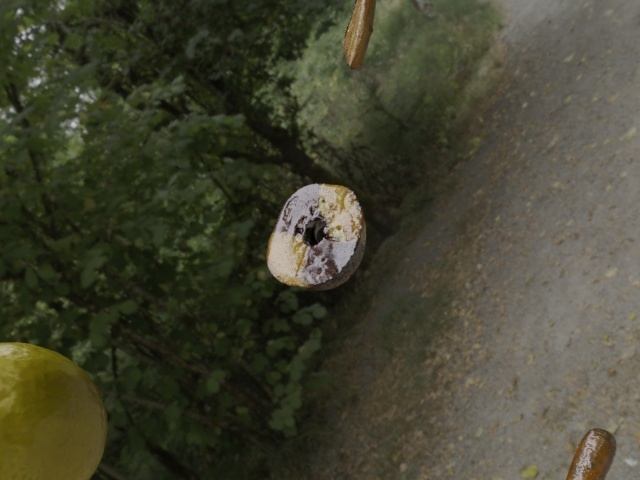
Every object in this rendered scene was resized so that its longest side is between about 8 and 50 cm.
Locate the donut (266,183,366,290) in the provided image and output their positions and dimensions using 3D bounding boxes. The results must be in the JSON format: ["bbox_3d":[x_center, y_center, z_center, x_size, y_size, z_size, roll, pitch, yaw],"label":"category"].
[{"bbox_3d":[0.000,0.000,1.047,0.166,0.073,0.183,-5,64,24],"label":"donut"}]

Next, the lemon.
[{"bbox_3d":[-0.550,0.344,1.138,0.348,0.348,0.348,-52,11,15],"label":"lemon"}]

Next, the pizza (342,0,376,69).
[{"bbox_3d":[0.070,-0.393,1.232,0.176,0.036,0.184,132,148,-74],"label":"pizza"}]

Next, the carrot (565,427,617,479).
[{"bbox_3d":[0.436,0.395,1.062,0.186,0.060,0.060,-55,10,-22],"label":"carrot"}]
